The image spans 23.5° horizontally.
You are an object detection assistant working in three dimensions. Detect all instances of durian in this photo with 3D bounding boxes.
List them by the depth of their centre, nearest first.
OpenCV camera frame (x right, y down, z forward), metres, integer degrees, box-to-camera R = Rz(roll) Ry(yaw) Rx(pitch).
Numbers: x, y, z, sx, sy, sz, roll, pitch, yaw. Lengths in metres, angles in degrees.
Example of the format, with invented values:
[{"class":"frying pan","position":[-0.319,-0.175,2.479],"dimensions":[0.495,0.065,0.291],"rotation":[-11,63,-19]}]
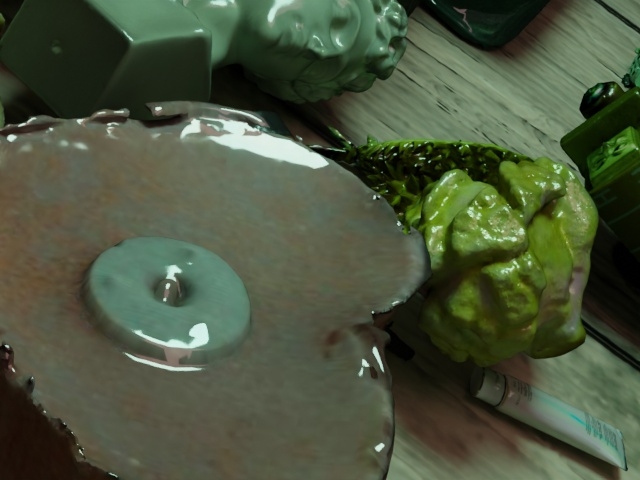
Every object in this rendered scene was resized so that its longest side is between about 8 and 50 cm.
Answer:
[{"class":"durian","position":[0.096,-0.030,1.048],"dimensions":[0.215,0.086,0.100],"rotation":[16,11,-28]}]

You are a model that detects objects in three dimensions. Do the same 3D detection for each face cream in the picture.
[{"class":"face cream","position":[0.146,0.111,0.971],"dimensions":[0.115,0.020,0.038],"rotation":[25,32,-13]}]

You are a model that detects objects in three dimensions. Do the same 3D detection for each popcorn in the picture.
[{"class":"popcorn","position":[0.104,0.015,0.930],"dimensions":[0.126,0.145,0.126],"rotation":[-1,66,8]}]

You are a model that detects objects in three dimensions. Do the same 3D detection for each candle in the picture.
[{"class":"candle","position":[-0.099,0.053,0.776],"dimensions":[0.287,0.131,0.317],"rotation":[20,33,-10]}]

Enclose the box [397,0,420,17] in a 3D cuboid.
[{"class":"box","position":[0.006,-0.289,1.085],"dimensions":[0.231,0.155,0.149],"rotation":[31,78,3]}]

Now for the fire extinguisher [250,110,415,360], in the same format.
[{"class":"fire extinguisher","position":[0.000,0.000,0.953],"dimensions":[0.177,0.050,0.062],"rotation":[56,12,20]}]

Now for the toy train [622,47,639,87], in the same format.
[{"class":"toy train","position":[0.303,-0.116,1.254],"dimensions":[0.099,0.081,0.149],"rotation":[25,42,-12]}]

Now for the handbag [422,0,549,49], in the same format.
[{"class":"handbag","position":[0.083,-0.317,1.282],"dimensions":[0.326,0.089,0.238],"rotation":[39,41,5]}]

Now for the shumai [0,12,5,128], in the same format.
[{"class":"shumai","position":[-0.225,-0.095,0.825],"dimensions":[0.145,0.116,0.146],"rotation":[19,43,-18]}]

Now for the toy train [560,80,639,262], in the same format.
[{"class":"toy train","position":[0.257,-0.010,1.079],"dimensions":[0.225,0.090,0.137],"rotation":[47,26,-13]}]

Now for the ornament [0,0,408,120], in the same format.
[{"class":"ornament","position":[-0.075,-0.135,0.970],"dimensions":[0.285,0.120,0.130],"rotation":[-14,60,-41]}]
